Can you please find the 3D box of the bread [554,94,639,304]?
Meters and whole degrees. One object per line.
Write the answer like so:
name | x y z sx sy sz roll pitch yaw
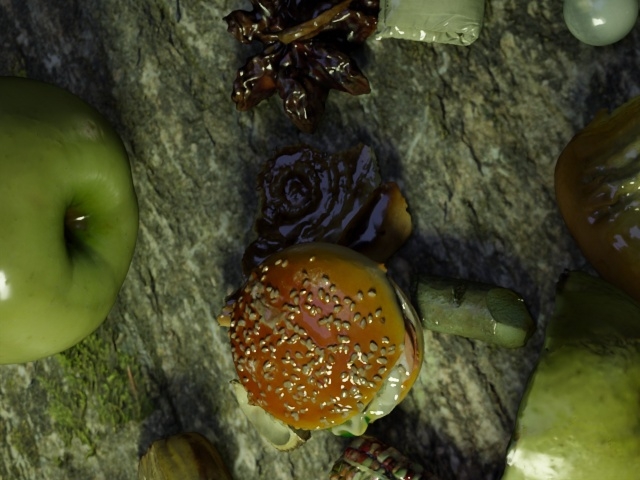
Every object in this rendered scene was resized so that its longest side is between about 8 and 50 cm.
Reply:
bread | 0.352 -0.050 1.600 0.204 0.162 0.262 -34 55 23

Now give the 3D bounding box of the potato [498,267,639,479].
potato | 0.299 0.200 1.484 0.212 0.280 0.330 16 71 12

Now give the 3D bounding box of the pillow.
pillow | 0.135 -0.322 1.759 0.134 0.078 0.181 8 84 -16

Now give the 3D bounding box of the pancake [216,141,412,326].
pancake | 0.000 0.000 1.774 0.212 0.056 0.258 12 84 22

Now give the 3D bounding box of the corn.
corn | 0.133 0.314 1.653 0.280 0.092 0.092 29 91 18

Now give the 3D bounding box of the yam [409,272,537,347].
yam | 0.173 0.078 1.688 0.146 0.069 0.070 11 84 23

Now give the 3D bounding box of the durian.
durian | -0.062 0.212 1.754 0.130 0.066 0.052 37 93 32

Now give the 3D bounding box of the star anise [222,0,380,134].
star anise | -0.028 -0.246 1.799 0.190 0.126 0.220 10 86 26

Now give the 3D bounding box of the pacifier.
pacifier | 0.279 -0.323 1.667 0.244 0.299 0.233 -20 111 26

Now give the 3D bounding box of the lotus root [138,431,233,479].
lotus root | -0.154 0.296 1.765 0.135 0.095 0.159 63 143 28

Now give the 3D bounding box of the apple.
apple | -0.402 -0.029 1.784 0.357 0.357 0.357 -4 78 20

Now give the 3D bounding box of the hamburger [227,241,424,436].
hamburger | 0.006 0.109 1.679 0.236 0.147 0.237 2 104 9
